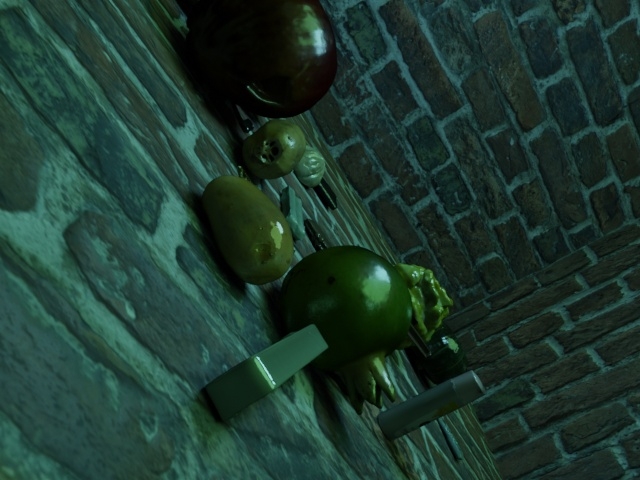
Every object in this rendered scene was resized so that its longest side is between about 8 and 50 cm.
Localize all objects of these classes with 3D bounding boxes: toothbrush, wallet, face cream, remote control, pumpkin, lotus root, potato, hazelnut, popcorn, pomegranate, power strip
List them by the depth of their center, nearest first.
[{"bbox_3d":[-0.067,0.195,0.954,0.062,0.091,0.385,59,10,7],"label":"power strip"},{"bbox_3d":[-0.136,-0.025,1.128,0.150,0.146,0.234,105,-38,-61],"label":"potato"},{"bbox_3d":[0.086,0.164,1.236,0.309,0.216,0.359,14,47,-51],"label":"pomegranate"},{"bbox_3d":[0.277,0.408,1.481,0.073,0.269,0.107,65,11,27],"label":"face cream"},{"bbox_3d":[-0.155,-0.549,1.656,0.429,0.402,0.402,52,6,28],"label":"hazelnut"},{"bbox_3d":[-0.121,-0.256,1.660,0.152,0.169,0.343,56,12,-8],"label":"lotus root"},{"bbox_3d":[-0.286,-0.460,1.824,0.297,0.030,0.030,60,-15,7],"label":"toothbrush"},{"bbox_3d":[0.000,0.000,1.900,0.153,0.038,0.118,59,8,15],"label":"wallet"},{"bbox_3d":[0.307,0.217,2.066,0.312,0.312,0.312,57,11,-18],"label":"popcorn"},{"bbox_3d":[0.480,0.732,2.200,0.061,0.029,0.162,49,11,-53],"label":"remote control"},{"bbox_3d":[0.469,0.457,2.421,0.300,0.207,0.300,54,-2,3],"label":"pumpkin"},{"bbox_3d":[-0.032,-0.273,2.451,0.321,0.044,0.170,53,12,-17],"label":"wallet"}]

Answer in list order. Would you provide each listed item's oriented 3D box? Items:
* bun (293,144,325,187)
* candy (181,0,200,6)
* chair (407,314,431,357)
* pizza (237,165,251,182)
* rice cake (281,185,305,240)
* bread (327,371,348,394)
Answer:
[{"bbox_3d":[-0.038,-0.291,2.260,0.183,0.102,0.183,47,28,-36],"label":"bun"},{"bbox_3d":[-0.470,-0.975,1.953,0.386,0.186,0.427,62,15,-12],"label":"candy"},{"bbox_3d":[0.135,0.197,1.624,0.327,0.183,0.176,55,11,-29],"label":"chair"},{"bbox_3d":[-0.142,-0.067,1.324,0.262,0.034,0.181,73,-8,-72],"label":"pizza"},{"bbox_3d":[-0.081,-0.083,1.741,0.085,0.040,0.226,54,12,-26],"label":"rice cake"},{"bbox_3d":[0.037,0.249,1.390,0.287,0.056,0.207,56,10,-12],"label":"bread"}]
